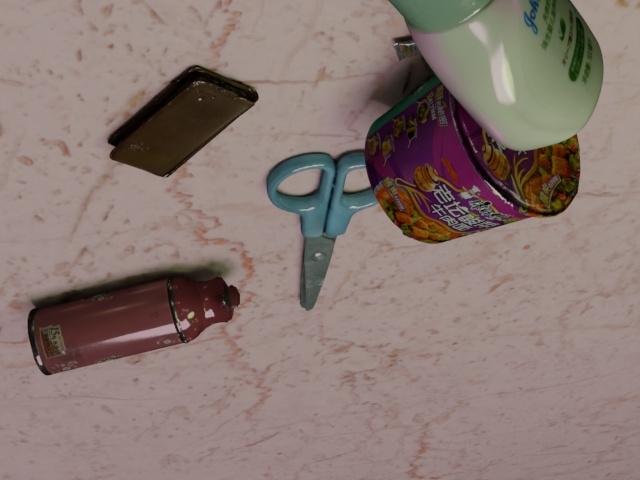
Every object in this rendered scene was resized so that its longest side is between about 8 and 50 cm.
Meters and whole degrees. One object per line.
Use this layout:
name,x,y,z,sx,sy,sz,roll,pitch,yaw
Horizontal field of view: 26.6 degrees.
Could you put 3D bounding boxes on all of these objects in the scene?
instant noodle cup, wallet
instant noodle cup,0.190,-0.116,1.775,0.251,0.251,0.190,17,150,-38
wallet,-0.184,-0.153,1.780,0.110,0.031,0.198,20,138,-40

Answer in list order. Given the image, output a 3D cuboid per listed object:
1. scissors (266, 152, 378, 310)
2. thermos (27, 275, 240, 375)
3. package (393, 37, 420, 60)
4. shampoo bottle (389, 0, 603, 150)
scissors,0.000,0.000,2.100,0.192,0.029,0.447,-4,149,-10
thermos,-0.285,0.131,2.156,0.330,0.110,0.136,-13,150,5
package,0.148,-0.255,1.724,0.110,0.015,0.037,-15,145,5
shampoo bottle,0.183,-0.264,1.542,0.151,0.222,0.349,-10,143,38
